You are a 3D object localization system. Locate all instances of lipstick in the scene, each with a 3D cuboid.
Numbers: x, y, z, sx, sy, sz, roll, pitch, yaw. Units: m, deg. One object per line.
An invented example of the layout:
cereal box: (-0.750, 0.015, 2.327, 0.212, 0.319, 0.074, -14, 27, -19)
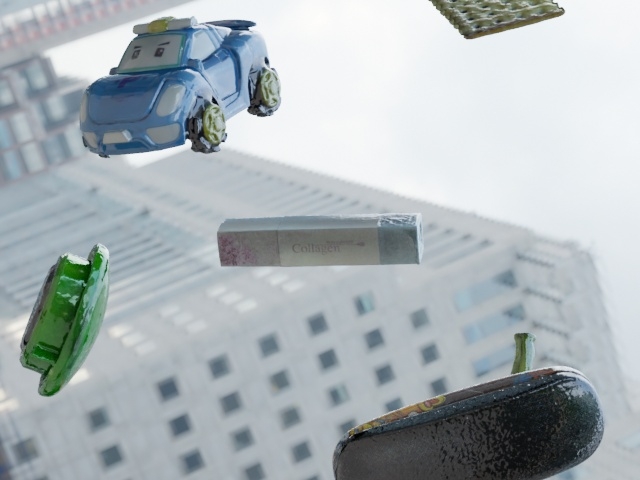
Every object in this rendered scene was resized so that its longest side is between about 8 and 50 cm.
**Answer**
lipstick: (0.000, 0.000, 2.301, 0.068, 0.317, 0.066, -67, 154, -65)

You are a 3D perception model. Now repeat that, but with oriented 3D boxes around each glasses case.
glasses case: (0.172, 0.237, 1.695, 0.082, 0.321, 0.122, -116, -170, -70)

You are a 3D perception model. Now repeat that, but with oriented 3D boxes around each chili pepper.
chili pepper: (0.318, 0.250, 2.454, 0.050, 0.201, 0.052, 31, -14, -36)

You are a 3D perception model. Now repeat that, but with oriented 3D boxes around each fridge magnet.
fridge magnet: (-0.324, 0.099, 1.878, 0.208, 0.088, 0.208, -158, -90, -78)

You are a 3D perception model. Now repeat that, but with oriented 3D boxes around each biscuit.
biscuit: (0.195, -0.314, 1.833, 0.231, 0.139, 0.016, -122, -160, -52)

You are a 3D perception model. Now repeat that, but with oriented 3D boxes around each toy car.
toy car: (-0.193, -0.211, 1.935, 0.198, 0.314, 0.166, -2, -69, 29)
